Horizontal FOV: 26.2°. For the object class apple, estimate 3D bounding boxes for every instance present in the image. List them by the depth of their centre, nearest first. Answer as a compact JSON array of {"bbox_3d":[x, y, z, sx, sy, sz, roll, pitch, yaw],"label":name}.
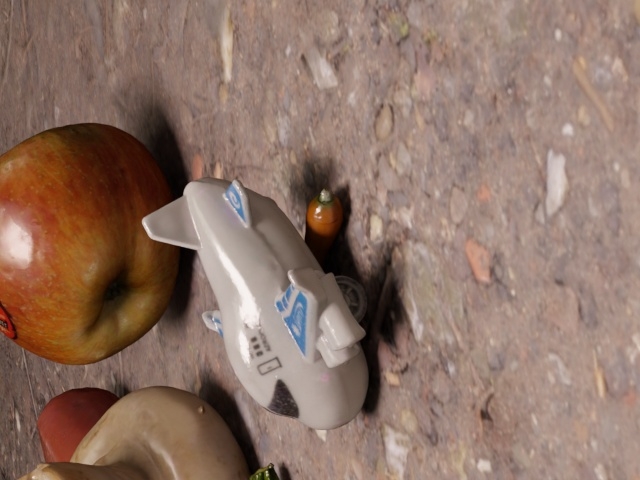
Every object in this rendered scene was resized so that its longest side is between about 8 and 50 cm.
[{"bbox_3d":[-0.295,0.013,1.669,0.250,0.277,0.309,58,176,14],"label":"apple"}]

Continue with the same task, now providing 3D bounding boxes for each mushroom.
[{"bbox_3d":[-0.235,0.312,1.592,0.292,0.290,0.293,-10,76,43],"label":"mushroom"}]

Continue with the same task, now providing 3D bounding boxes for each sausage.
[{"bbox_3d":[-0.312,0.316,1.958,0.280,0.152,0.152,46,139,51],"label":"sausage"}]

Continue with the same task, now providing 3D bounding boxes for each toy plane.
[{"bbox_3d":[-0.049,0.059,1.272,0.267,0.122,0.267,44,154,28],"label":"toy plane"}]

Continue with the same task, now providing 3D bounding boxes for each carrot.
[{"bbox_3d":[0.000,0.000,1.293,0.142,0.035,0.035,100,150,-50],"label":"carrot"}]

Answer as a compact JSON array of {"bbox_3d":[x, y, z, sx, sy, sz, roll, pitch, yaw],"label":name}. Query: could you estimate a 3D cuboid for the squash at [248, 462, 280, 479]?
[{"bbox_3d":[-0.030,0.361,1.456,0.069,0.069,0.258,114,140,-51],"label":"squash"}]
